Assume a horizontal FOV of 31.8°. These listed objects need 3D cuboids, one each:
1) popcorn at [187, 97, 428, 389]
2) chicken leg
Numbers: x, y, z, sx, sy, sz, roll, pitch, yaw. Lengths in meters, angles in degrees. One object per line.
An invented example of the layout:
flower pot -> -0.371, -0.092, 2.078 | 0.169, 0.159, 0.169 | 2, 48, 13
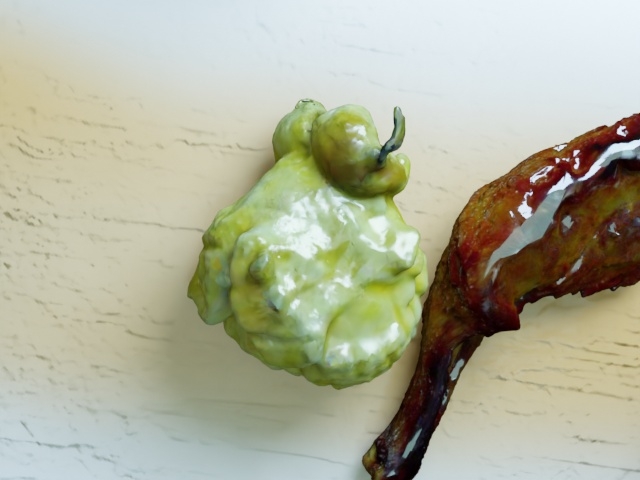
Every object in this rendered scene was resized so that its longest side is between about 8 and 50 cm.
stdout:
popcorn -> 0.008, 0.006, 0.814 | 0.168, 0.173, 0.195 | 31, 86, 5
chicken leg -> 0.158, 0.027, 0.869 | 0.407, 0.096, 0.158 | -46, 117, 1
